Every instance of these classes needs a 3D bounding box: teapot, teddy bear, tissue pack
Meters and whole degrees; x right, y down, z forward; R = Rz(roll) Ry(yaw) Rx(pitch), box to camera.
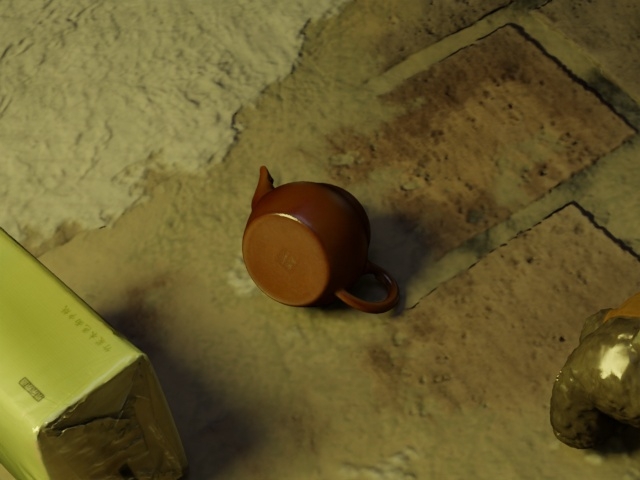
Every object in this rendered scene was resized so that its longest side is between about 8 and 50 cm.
[{"bbox_3d":[0.000,0.000,1.718,0.173,0.116,0.116,41,64,10],"label":"teapot"},{"bbox_3d":[0.282,0.080,1.545,0.177,0.140,0.190,15,44,31],"label":"teddy bear"},{"bbox_3d":[-0.229,0.115,1.619,0.125,0.159,0.234,-37,49,-20],"label":"tissue pack"}]
